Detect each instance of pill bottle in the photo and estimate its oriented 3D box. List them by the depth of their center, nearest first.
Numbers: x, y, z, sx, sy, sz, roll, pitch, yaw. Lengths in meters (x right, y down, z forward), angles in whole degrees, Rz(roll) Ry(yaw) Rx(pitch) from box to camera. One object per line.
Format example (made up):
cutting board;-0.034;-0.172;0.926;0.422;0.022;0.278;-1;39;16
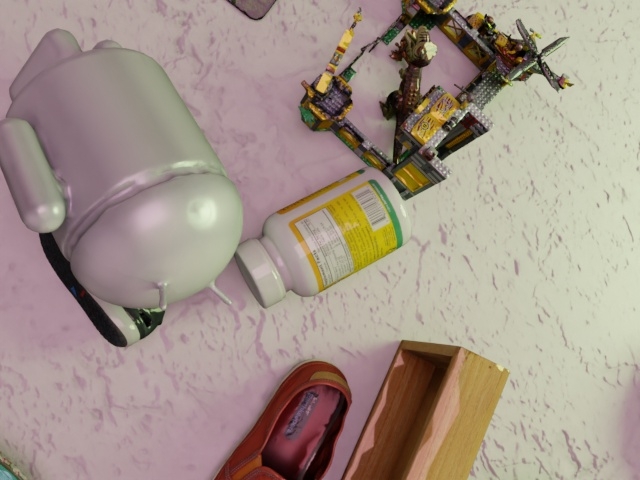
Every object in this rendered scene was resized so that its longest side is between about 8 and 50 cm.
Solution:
pill bottle;0.000;0.000;0.922;0.208;0.117;0.118;-28;90;-13

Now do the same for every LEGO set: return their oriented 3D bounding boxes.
LEGO set;0.144;-0.217;0.936;0.331;0.192;0.255;-39;92;-13

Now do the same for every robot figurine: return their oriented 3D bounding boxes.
robot figurine;-0.218;-0.071;0.821;0.300;0.200;0.353;-8;61;-54

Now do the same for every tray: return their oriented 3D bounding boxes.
tray;0.077;0.323;0.857;0.076;0.203;0.411;28;79;-8

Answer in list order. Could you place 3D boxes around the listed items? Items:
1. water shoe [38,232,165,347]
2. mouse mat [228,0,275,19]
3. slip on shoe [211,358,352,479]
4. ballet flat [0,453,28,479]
water shoe;-0.273;0.036;0.900;0.080;0.073;0.203;-32;89;-41
mouse mat;-0.116;-0.412;0.983;0.189;0.007;0.153;36;92;-6
slip on shoe;-0.061;0.299;0.886;0.123;0.101;0.331;32;80;-8
ballet flat;-0.427;0.258;0.827;0.241;0.077;0.091;32;80;-12
